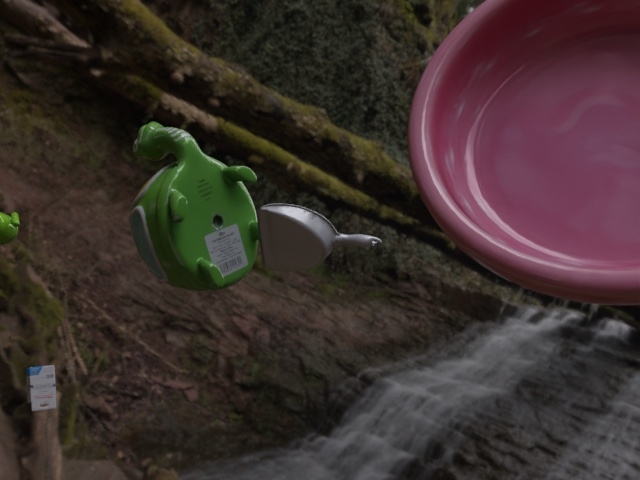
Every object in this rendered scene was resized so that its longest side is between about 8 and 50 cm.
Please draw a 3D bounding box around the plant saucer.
[{"bbox_3d":[0.241,-0.094,0.546,0.332,0.332,0.084,18,-18,32],"label":"plant saucer"}]

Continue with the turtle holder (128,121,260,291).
[{"bbox_3d":[-0.270,-0.048,1.290,0.228,0.243,0.320,-7,-47,41],"label":"turtle holder"}]

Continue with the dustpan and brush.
[{"bbox_3d":[0.000,0.000,1.188,0.211,0.060,0.147,11,-49,16],"label":"dustpan and brush"}]

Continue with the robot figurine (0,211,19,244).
[{"bbox_3d":[-0.703,-0.029,1.444,0.067,0.101,0.115,56,-3,13],"label":"robot figurine"}]

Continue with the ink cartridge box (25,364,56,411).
[{"bbox_3d":[-0.543,0.288,1.298,0.048,0.083,0.028,2,-15,-39],"label":"ink cartridge box"}]
